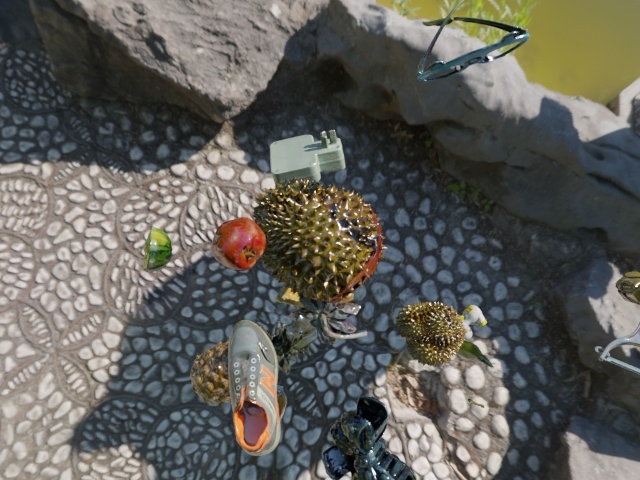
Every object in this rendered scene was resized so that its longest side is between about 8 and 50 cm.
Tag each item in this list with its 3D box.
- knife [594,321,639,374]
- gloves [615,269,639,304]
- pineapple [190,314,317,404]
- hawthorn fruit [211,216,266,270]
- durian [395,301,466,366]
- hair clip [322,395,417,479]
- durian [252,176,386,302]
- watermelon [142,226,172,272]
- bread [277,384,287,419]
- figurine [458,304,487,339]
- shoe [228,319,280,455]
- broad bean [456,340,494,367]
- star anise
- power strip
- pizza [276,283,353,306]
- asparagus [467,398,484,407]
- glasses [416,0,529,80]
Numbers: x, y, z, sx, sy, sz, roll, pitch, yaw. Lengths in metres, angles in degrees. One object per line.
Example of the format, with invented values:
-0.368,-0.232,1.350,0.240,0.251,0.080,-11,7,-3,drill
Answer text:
0.673,0.146,0.916,0.123,0.053,0.278,24,76,39,knife
0.951,0.145,1.233,0.141,0.331,0.154,-44,87,1,gloves
-0.149,0.275,1.057,0.310,0.170,0.141,-30,42,18,pineapple
-0.127,0.010,0.719,0.093,0.093,0.093,-1,76,3,hawthorn fruit
0.273,0.228,1.110,0.168,0.137,0.158,-8,101,11,durian
0.136,0.629,1.339,0.206,0.194,0.310,-23,91,42,hair clip
-0.001,-0.004,1.228,0.385,0.347,0.347,4,75,-21,durian
-0.372,0.024,1.035,0.062,0.105,0.105,9,76,-20,watermelon
-0.171,0.537,1.376,0.107,0.241,0.136,23,49,6,bread
0.569,0.334,1.803,0.178,0.130,0.109,-48,38,8,figurine
-0.098,0.208,0.650,0.074,0.077,0.194,-10,72,0,shoe
0.517,0.394,1.685,0.077,0.339,0.061,22,87,-27,broad bean
0.024,0.230,1.357,0.262,0.081,0.230,34,100,1,star anise
-0.051,-0.308,1.614,0.261,0.141,0.229,-11,40,2,power strip
-0.032,0.202,1.913,0.324,0.089,0.223,1,40,-12,pizza
0.542,0.568,1.572,0.016,0.166,0.013,-18,56,30,asparagus
0.324,-0.452,1.008,0.239,0.102,0.206,-14,58,20,glasses
